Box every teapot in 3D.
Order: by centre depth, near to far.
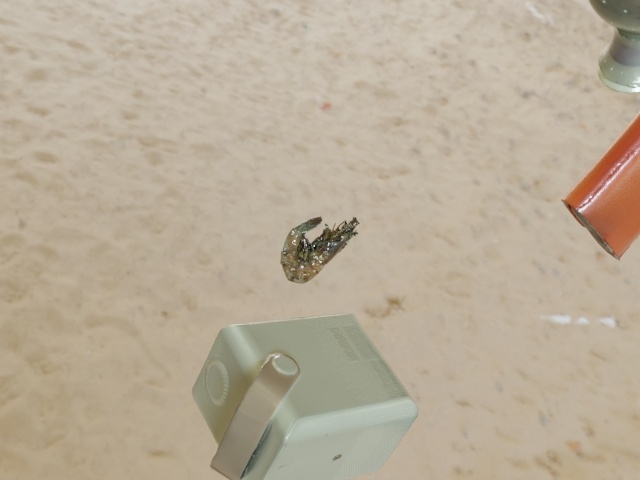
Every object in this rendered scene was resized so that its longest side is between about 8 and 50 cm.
[{"bbox_3d":[0.512,-0.360,1.507,0.183,0.251,0.183,-4,54,6],"label":"teapot"}]

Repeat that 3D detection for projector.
[{"bbox_3d":[-0.031,0.199,1.143,0.242,0.163,0.177,-5,44,-37],"label":"projector"}]

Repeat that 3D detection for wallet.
[{"bbox_3d":[0.348,-0.085,0.977,0.142,0.204,0.045,35,6,-48],"label":"wallet"}]

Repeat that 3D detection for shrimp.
[{"bbox_3d":[0.000,0.000,1.490,0.161,0.091,0.034,-39,30,-23],"label":"shrimp"}]
